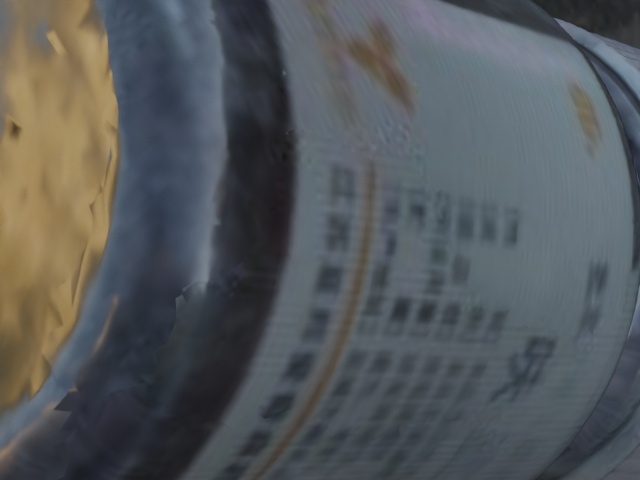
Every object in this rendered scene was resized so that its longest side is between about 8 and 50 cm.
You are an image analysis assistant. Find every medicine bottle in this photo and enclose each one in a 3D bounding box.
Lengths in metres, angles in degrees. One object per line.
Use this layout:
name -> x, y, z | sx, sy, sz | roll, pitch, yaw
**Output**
medicine bottle -> 0.000, 0.000, 0.505 | 0.165, 0.273, 0.165 | -7, 79, 39
